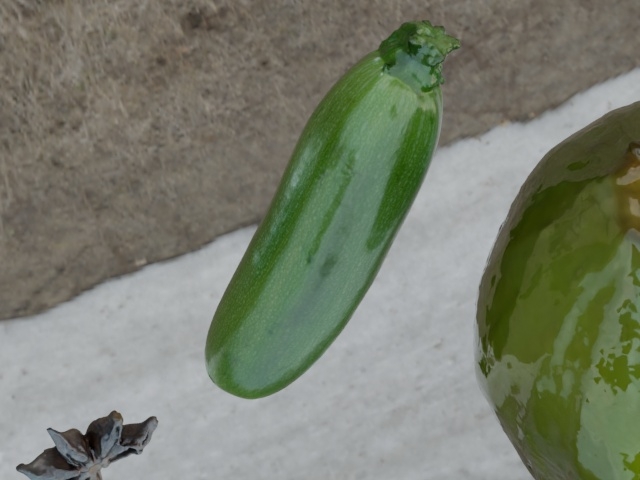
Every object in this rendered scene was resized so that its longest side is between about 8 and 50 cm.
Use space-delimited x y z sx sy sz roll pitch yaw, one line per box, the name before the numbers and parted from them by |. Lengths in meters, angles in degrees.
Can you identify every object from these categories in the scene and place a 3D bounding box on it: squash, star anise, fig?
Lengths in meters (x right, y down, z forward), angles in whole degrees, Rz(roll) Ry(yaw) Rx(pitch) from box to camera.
squash | 0.000 0.000 0.881 0.107 0.107 0.395 7 130 -30
star anise | -0.349 0.321 1.607 0.208 0.063 0.172 -45 144 22
fig | 0.261 0.055 0.774 0.343 0.343 0.343 -13 138 -12
